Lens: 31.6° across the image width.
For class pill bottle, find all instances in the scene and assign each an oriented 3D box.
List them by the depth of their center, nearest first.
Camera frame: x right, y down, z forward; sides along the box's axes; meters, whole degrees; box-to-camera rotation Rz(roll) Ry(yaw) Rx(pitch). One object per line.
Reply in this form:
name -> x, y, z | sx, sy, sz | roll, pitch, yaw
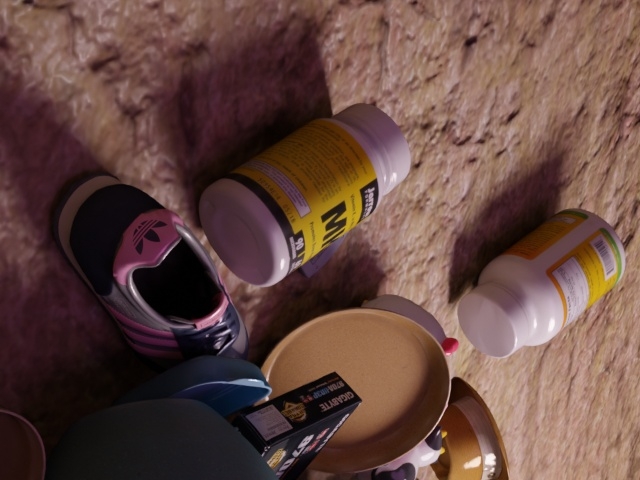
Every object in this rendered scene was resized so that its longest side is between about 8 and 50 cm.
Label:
pill bottle -> -0.011, -0.053, 1.157 | 0.208, 0.119, 0.119 | -36, 136, -31
pill bottle -> 0.308, 0.064, 1.595 | 0.246, 0.136, 0.136 | -32, 133, -35

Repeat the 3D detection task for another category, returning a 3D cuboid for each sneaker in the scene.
sneaker -> -0.130, 0.069, 1.077 | 0.112, 0.131, 0.319 | -53, 142, -14

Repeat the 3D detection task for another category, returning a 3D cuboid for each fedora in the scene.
fedora -> 0.194, 0.288, 1.588 | 0.079, 0.194, 0.194 | -18, 128, -14

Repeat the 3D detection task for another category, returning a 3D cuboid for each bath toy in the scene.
bath toy -> 0.110, 0.220, 1.461 | 0.151, 0.129, 0.348 | -65, 159, -54

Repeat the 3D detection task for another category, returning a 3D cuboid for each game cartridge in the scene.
game cartridge -> 0.000, 0.000, 1.289 | 0.083, 0.017, 0.056 | -50, 138, -17

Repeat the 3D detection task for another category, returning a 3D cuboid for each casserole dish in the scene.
casserole dish -> -0.136, 0.158, 1.131 | 0.188, 0.037, 0.114 | -31, 151, 32

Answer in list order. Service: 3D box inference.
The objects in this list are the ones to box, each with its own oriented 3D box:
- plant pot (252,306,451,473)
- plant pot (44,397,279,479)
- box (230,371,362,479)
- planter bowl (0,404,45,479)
plant pot -> 0.036, 0.173, 1.334 | 0.236, 0.032, 0.236 | -4, 118, -7
plant pot -> -0.155, 0.258, 1.045 | 0.290, 0.290, 0.195 | 18, 54, -53
box -> -0.073, 0.249, 1.240 | 0.175, 0.051, 0.220 | -14, 146, -54
planter bowl -> -0.326, 0.189, 0.934 | 0.162, 0.109, 0.162 | -27, 129, -38
